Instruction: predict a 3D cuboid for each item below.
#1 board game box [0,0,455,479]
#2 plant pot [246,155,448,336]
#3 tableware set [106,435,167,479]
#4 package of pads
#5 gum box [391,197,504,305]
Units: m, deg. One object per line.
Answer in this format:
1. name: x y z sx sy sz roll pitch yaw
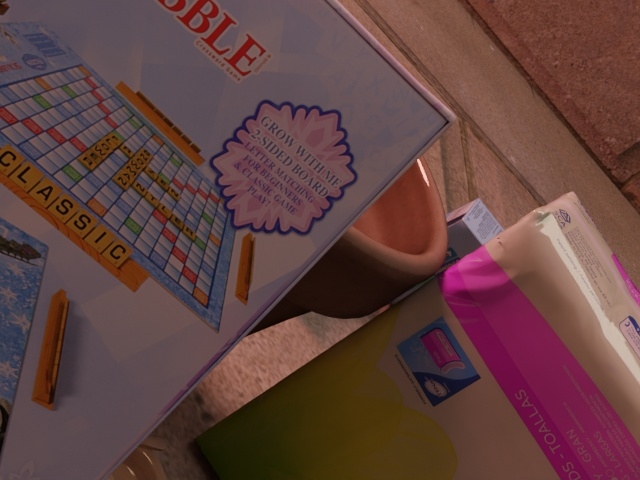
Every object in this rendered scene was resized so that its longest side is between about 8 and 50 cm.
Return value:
1. board game box: -0.162 -0.037 0.445 0.319 0.318 0.066 41 8 -32
2. plant pot: -0.089 -0.030 0.696 0.263 0.229 0.263 42 25 -26
3. tableware set: -0.130 0.153 0.628 0.141 0.020 0.168 30 31 -45
4. package of pads: 0.095 0.145 0.719 0.229 0.296 0.101 58 29 6
5. gum box: 0.153 0.063 1.144 0.184 0.157 0.041 50 51 -9
